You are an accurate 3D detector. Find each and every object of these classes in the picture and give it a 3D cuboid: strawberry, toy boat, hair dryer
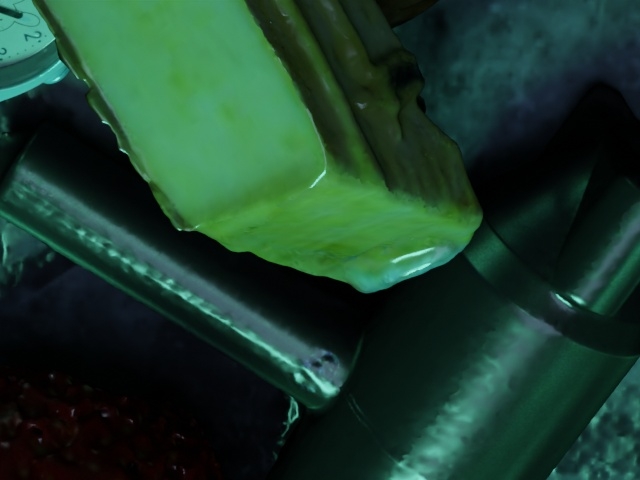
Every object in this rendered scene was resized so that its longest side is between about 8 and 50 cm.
[{"bbox_3d":[-0.114,0.150,0.940,0.184,0.201,0.187,-16,102,-18],"label":"strawberry"},{"bbox_3d":[-0.043,-0.090,0.802,0.111,0.084,0.276,-24,102,43],"label":"toy boat"},{"bbox_3d":[0.000,0.000,0.917,0.302,0.116,0.244,30,112,-5],"label":"hair dryer"}]

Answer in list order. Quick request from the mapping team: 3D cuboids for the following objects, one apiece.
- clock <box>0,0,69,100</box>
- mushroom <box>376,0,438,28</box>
[{"bbox_3d":[-0.144,-0.111,0.873,0.147,0.045,0.108,-14,140,-3],"label":"clock"},{"bbox_3d":[-0.019,-0.228,0.809,0.100,0.081,0.312,-19,111,8],"label":"mushroom"}]
